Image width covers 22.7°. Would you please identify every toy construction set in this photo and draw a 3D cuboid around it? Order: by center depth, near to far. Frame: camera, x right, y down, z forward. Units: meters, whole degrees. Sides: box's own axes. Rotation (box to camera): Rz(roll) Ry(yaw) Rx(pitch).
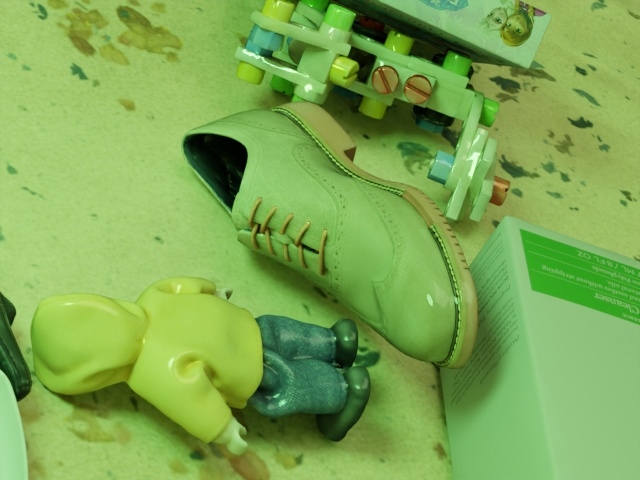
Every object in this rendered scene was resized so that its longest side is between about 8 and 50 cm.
[{"bbox_3d":[0.072,-0.158,1.682,0.327,0.151,0.215,35,12,-5],"label":"toy construction set"}]

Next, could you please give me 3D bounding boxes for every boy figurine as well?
[{"bbox_3d":[-0.100,0.103,1.317,0.285,0.092,0.177,8,42,-25],"label":"boy figurine"}]

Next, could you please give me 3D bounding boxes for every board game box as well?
[{"bbox_3d":[0.068,-0.285,1.767,0.319,0.066,0.318,23,5,-9],"label":"board game box"}]

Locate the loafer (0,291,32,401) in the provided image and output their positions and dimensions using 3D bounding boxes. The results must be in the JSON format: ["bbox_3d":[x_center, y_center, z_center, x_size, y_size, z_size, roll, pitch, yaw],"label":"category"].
[{"bbox_3d":[-0.270,0.061,1.280,0.061,0.062,0.170,-6,51,-44],"label":"loafer"}]

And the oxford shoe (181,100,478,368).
[{"bbox_3d":[0.000,0.000,1.447,0.146,0.140,0.397,-7,30,-29],"label":"oxford shoe"}]

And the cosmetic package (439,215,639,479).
[{"bbox_3d":[0.229,0.173,1.400,0.197,0.155,0.365,18,37,-19],"label":"cosmetic package"}]

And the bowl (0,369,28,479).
[{"bbox_3d":[-0.291,0.153,1.164,0.142,0.053,0.142,7,42,-27],"label":"bowl"}]
